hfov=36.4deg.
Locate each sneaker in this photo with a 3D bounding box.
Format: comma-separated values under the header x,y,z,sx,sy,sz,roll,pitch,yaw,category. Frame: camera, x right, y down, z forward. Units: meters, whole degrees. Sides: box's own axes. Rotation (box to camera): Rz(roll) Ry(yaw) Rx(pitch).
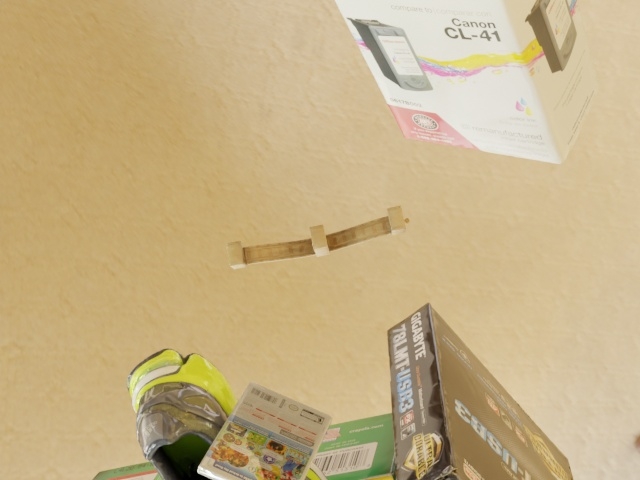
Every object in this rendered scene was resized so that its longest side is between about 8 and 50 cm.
x,y,z,sx,sy,sz,roll,pitch,yaw,category
-0.082,0.245,0.947,0.111,0.121,0.300,-36,114,16,sneaker

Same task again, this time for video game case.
x,y,z,sx,sy,sz,roll,pitch,yaw,category
-0.047,0.183,0.878,0.087,0.122,0.011,23,124,7,video game case

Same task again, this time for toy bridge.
x,y,z,sx,sy,sz,roll,pitch,yaw,category
0.000,0.000,1.002,0.188,0.063,0.026,-12,80,1,toy bridge

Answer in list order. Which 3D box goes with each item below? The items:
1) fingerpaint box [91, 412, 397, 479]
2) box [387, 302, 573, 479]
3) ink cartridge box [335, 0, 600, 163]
x,y,z,sx,sy,sz,roll,pitch,yaw,category
-0.053,0.447,1.227,0.444,0.163,0.371,-15,104,17,fingerpaint box
0.184,0.252,1.024,0.073,0.293,0.295,-36,109,17,box
0.160,-0.237,1.078,0.131,0.226,0.306,-61,142,-19,ink cartridge box
